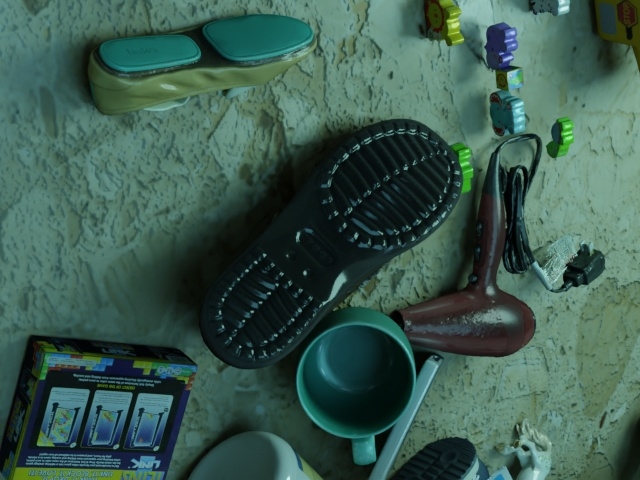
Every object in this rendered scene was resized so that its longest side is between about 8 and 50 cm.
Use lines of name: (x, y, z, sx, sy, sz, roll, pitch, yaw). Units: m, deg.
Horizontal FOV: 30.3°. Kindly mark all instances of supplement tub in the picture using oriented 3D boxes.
supplement tub: (-0.043, 0.316, 1.285, 0.144, 0.144, 0.200, -47, 125, -11)

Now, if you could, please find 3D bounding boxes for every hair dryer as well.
hair dryer: (0.192, 0.032, 1.404, 0.293, 0.080, 0.224, -42, 108, -21)

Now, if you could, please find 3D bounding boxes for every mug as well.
mug: (0.032, 0.150, 1.294, 0.129, 0.097, 0.158, 26, 102, -5)

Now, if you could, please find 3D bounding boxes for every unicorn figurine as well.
unicorn figurine: (0.262, 0.324, 1.542, 0.111, 0.060, 0.162, 35, 86, -36)

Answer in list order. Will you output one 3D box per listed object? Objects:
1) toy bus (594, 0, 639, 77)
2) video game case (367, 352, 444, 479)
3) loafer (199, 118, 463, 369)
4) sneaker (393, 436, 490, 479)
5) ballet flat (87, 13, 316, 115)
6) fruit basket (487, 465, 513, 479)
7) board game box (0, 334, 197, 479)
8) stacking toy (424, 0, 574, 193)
toy bus: (0.381, -0.330, 1.347, 0.108, 0.130, 0.333, -26, 119, -25)
video game case: (0.100, 0.206, 1.362, 0.157, 0.019, 0.143, -64, 172, 2)
loafer: (0.000, 0.000, 1.237, 0.366, 0.130, 0.134, -38, 90, -27)
sneaker: (0.093, 0.386, 1.421, 0.319, 0.112, 0.131, -38, 120, -15)
ballet flat: (-0.114, -0.166, 1.127, 0.232, 0.080, 0.073, -12, 141, -27)
fruit basket: (0.135, 0.439, 1.311, 0.327, 0.165, 0.353, -39, 143, -8)
board game box: (-0.221, 0.174, 1.179, 0.170, 0.048, 0.141, 11, 102, -36)
stacking toy: (0.204, -0.178, 1.329, 0.167, 0.052, 0.221, -18, 112, -26)
